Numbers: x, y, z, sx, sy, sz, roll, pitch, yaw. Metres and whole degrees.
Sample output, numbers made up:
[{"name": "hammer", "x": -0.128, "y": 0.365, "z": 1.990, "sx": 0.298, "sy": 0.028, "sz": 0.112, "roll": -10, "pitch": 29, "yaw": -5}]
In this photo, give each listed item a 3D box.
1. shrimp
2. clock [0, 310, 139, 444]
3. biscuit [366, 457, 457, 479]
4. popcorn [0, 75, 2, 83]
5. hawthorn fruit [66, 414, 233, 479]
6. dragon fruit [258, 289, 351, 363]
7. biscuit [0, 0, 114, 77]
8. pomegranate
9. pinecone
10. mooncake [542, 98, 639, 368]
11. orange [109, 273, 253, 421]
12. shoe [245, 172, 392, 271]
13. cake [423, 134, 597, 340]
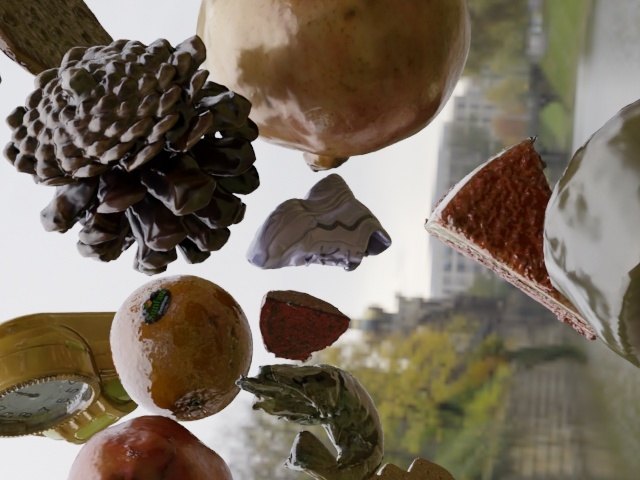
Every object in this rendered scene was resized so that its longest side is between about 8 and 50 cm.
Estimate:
[{"name": "shrimp", "x": -0.009, "y": 0.202, "z": 1.512, "sx": 0.254, "sy": 0.059, "sz": 0.145, "roll": 11, "pitch": -121, "yaw": -59}, {"name": "clock", "x": -0.468, "y": 0.230, "z": 2.385, "sx": 0.317, "sy": 0.244, "sz": 0.200, "roll": 16, "pitch": -139, "yaw": -56}, {"name": "biscuit", "x": 0.122, "y": 0.310, "z": 1.587, "sx": 0.212, "sy": 0.239, "sz": 0.041, "roll": 41, "pitch": 113, "yaw": 49}, {"name": "popcorn", "x": -0.580, "y": -0.239, "z": 2.261, "sx": 0.145, "sy": 0.126, "sz": 0.126, "roll": -133, "pitch": 59, "yaw": -66}, {"name": "hawthorn fruit", "x": -0.217, "y": 0.313, "z": 1.694, "sx": 0.299, "sy": 0.211, "sz": 0.211, "roll": 69, "pitch": -154, "yaw": -78}, {"name": "dragon fruit", "x": -0.048, "y": 0.136, "z": 2.274, "sx": 0.083, "sy": 0.162, "sz": 0.106, "roll": 48, "pitch": 120, "yaw": 55}, {"name": "biscuit", "x": -0.474, "y": -0.374, "z": 2.371, "sx": 0.359, "sy": 0.046, "sz": 0.359, "roll": 43, "pitch": -157, "yaw": -23}, {"name": "pomegranate", "x": 0.018, "y": -0.230, "z": 1.634, "sx": 0.338, "sy": 0.338, "sz": 0.338, "roll": 3, "pitch": -90, "yaw": -81}, {"name": "pinecone", "x": -0.178, "y": -0.084, "z": 1.441, "sx": 0.264, "sy": 0.264, "sz": 0.264, "roll": 3, "pitch": -90, "yaw": -81}, {"name": "mooncake", "x": 0.355, "y": -0.017, "z": 1.342, "sx": 0.155, "sy": 0.284, "sz": 0.284, "roll": 56, "pitch": 162, "yaw": 39}, {"name": "orange", "x": -0.183, "y": 0.143, "z": 1.863, "sx": 0.206, "sy": 0.206, "sz": 0.206, "roll": 3, "pitch": -90, "yaw": -81}, {"name": "shoe", "x": 0.000, "y": 0.000, "z": 1.976, "sx": 0.245, "sy": 0.138, "sz": 0.095, "roll": -34, "pitch": -22, "yaw": -50}, {"name": "cake", "x": 0.232, "y": 0.025, "z": 1.699, "sx": 0.158, "sy": 0.160, "sz": 0.262, "roll": 64, "pitch": -176, "yaw": -85}]
